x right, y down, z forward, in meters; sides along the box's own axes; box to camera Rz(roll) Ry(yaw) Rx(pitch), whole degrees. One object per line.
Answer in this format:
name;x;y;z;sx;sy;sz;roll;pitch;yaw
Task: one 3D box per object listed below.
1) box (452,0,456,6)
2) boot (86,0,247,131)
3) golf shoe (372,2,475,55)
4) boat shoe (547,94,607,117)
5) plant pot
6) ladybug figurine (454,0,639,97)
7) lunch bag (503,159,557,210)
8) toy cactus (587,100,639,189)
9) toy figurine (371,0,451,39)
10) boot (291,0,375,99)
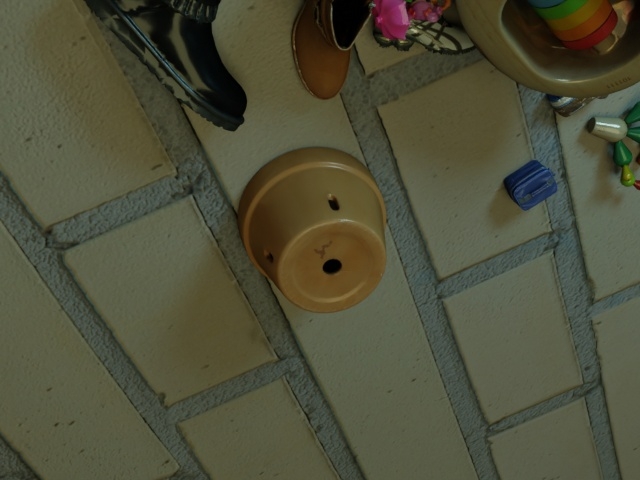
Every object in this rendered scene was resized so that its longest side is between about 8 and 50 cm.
box;0.245;-0.463;1.249;0.113;0.094;0.275;-42;121;13
boot;-0.173;-0.362;1.185;0.260;0.131;0.348;-39;121;11
golf shoe;0.191;-0.374;1.301;0.198;0.077;0.094;1;120;-16
boat shoe;0.525;-0.306;1.438;0.183;0.066;0.066;-33;128;18
plant pot;0.000;0.000;1.404;0.290;0.203;0.291;-6;123;-10
ladybug figurine;0.369;-0.386;1.131;0.305;0.162;0.449;-18;146;32
lunch bag;0.431;-0.111;1.525;0.098;0.065;0.067;-35;122;8
toy cactus;0.627;-0.207;1.506;0.180;0.112;0.219;9;127;-8
toy figurine;0.147;-0.374;1.161;0.173;0.159;0.130;10;146;12
boot;0.029;-0.332;1.199;0.109;0.220;0.284;3;119;-14
